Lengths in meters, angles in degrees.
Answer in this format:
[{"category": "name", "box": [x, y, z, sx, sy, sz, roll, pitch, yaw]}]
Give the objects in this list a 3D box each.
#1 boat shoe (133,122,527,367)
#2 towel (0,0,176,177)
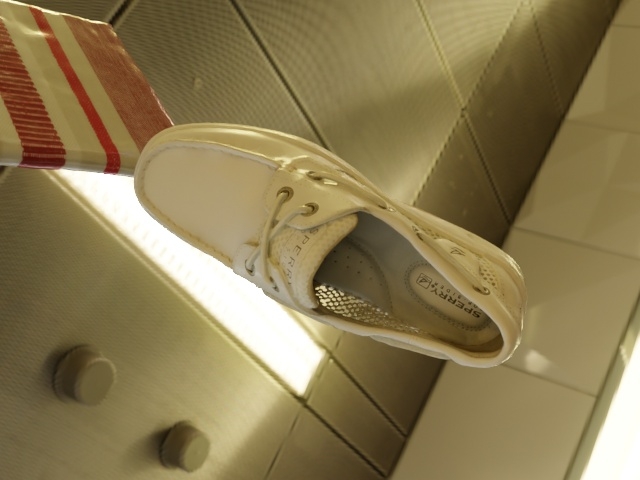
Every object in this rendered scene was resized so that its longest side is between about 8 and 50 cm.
[{"category": "boat shoe", "box": [0.000, 0.000, 0.514, 0.096, 0.277, 0.098, -49, -21, -73]}, {"category": "towel", "box": [-0.280, -0.134, 0.667, 0.328, 0.237, 0.037, 3, -49, -43]}]
